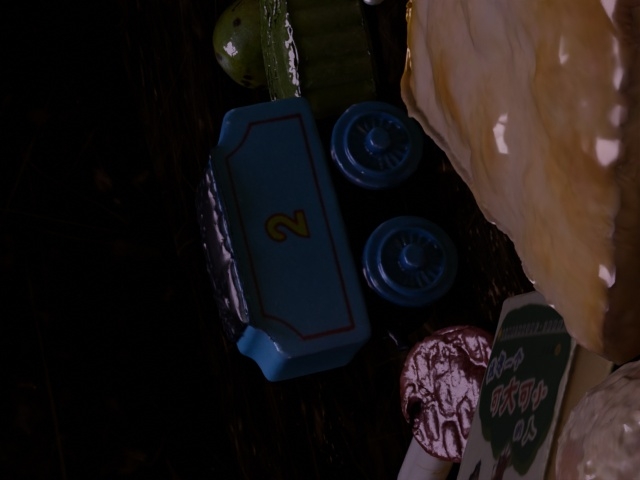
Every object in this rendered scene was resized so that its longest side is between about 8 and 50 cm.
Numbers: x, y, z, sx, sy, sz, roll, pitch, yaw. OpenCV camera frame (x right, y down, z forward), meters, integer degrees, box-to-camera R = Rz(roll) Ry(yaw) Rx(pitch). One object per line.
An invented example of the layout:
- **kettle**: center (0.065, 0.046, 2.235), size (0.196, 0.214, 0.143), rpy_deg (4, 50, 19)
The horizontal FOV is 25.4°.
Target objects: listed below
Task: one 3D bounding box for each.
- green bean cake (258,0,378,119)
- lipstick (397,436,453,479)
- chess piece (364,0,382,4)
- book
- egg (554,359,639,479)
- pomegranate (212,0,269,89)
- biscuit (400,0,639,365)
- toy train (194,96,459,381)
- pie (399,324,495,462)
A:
- **green bean cake**: center (-0.008, -0.238, 1.757), size (0.200, 0.113, 0.214), rpy_deg (-171, 71, -78)
- **lipstick**: center (0.137, 0.235, 1.661), size (0.264, 0.059, 0.059), rpy_deg (101, 154, -57)
- **chess piece**: center (0.041, -0.362, 1.500), size (0.139, 0.139, 0.271), rpy_deg (-116, 9, -45)
- **book**: center (0.161, 0.223, 1.238), size (0.260, 0.043, 0.371), rpy_deg (151, 136, -77)
- **egg**: center (0.248, 0.160, 0.863), size (0.245, 0.203, 0.203), rpy_deg (3, 104, 57)
- **pomegranate**: center (-0.062, -0.262, 1.942), size (0.169, 0.148, 0.148), rpy_deg (36, 153, 11)
- **biscuit**: center (0.166, -0.200, 1.112), size (0.429, 0.104, 0.446), rpy_deg (-120, 24, -56)
- **toy train**: center (0.000, 0.000, 1.596), size (0.188, 0.265, 0.300), rpy_deg (120, 137, -70)
- **pie**: center (0.146, 0.160, 1.496), size (0.153, 0.038, 0.153), rpy_deg (-1, 88, 43)
